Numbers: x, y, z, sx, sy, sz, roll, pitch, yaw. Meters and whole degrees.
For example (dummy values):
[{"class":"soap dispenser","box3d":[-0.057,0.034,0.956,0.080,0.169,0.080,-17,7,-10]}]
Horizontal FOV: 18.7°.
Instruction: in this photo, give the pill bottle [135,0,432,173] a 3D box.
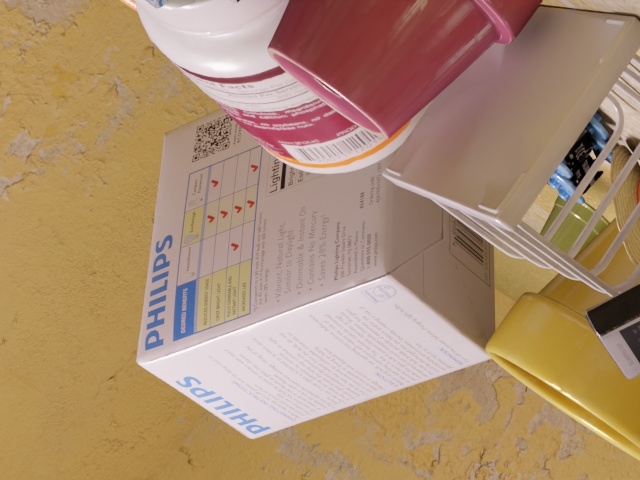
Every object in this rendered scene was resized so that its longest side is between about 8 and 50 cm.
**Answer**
[{"class":"pill bottle","box3d":[-0.043,-0.228,1.859,0.224,0.224,0.392,35,177,27]}]

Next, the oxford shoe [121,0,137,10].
[{"class":"oxford shoe","box3d":[-0.202,-0.365,1.941,0.364,0.132,0.130,50,-146,-19]}]

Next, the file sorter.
[{"class":"file sorter","box3d":[0.214,-0.072,1.653,0.173,0.193,0.277,35,178,-19]}]

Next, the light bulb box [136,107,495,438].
[{"class":"light bulb box","box3d":[0.000,0.000,2.325,0.361,0.358,0.225,-21,138,31]}]

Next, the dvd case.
[{"class":"dvd case","box3d":[0.331,0.030,1.528,0.030,0.238,0.179,64,-172,21]}]

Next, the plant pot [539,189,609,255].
[{"class":"plant pot","box3d":[0.319,-0.010,2.508,0.083,0.079,0.083,36,178,1]}]

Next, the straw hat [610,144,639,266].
[{"class":"straw hat","box3d":[0.340,-0.036,1.938,0.061,0.144,0.144,-13,152,24]}]

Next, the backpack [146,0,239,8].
[{"class":"backpack","box3d":[-0.135,-0.327,1.533,0.225,0.191,0.253,44,161,41]}]

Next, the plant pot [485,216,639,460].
[{"class":"plant pot","box3d":[0.348,0.093,2.142,0.254,0.239,0.254,33,176,3]}]

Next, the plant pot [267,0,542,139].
[{"class":"plant pot","box3d":[0.059,-0.193,1.630,0.201,0.180,0.201,36,177,2]}]

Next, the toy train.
[{"class":"toy train","box3d":[0.240,-0.103,1.979,0.105,0.080,0.184,42,180,21]}]
